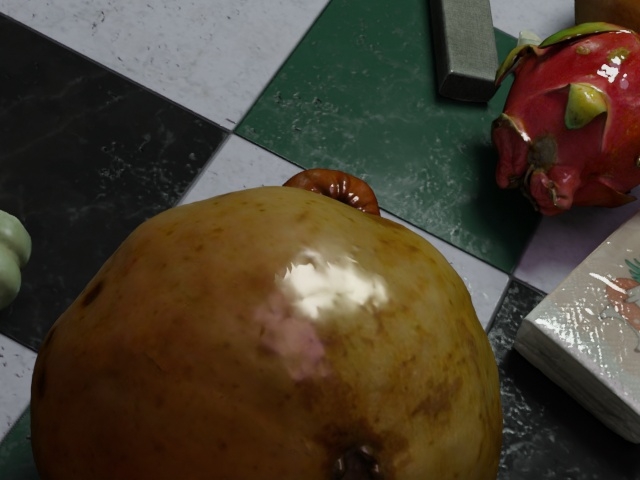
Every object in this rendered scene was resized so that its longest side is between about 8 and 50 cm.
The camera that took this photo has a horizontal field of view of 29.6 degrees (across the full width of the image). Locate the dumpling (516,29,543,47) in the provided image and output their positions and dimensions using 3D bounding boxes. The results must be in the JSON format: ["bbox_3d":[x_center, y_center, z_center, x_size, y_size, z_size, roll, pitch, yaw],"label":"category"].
[{"bbox_3d":[0.275,-0.225,1.516,0.059,0.043,0.077,1,37,-33],"label":"dumpling"}]

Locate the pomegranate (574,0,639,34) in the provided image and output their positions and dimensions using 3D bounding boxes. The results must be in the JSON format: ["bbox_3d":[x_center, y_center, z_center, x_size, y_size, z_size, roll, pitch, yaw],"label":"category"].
[{"bbox_3d":[0.432,-0.305,1.501,0.252,0.229,0.270,-16,49,-14],"label":"pomegranate"}]

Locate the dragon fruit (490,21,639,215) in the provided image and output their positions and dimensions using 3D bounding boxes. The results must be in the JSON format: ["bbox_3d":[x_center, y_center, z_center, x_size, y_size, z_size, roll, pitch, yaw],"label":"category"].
[{"bbox_3d":[0.297,-0.136,1.362,0.227,0.224,0.224,-21,63,-24],"label":"dragon fruit"}]

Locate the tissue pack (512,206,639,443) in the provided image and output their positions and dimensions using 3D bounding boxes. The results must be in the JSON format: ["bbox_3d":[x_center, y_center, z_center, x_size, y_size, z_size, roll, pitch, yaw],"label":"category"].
[{"bbox_3d":[0.369,0.061,1.317,0.170,0.071,0.325,41,56,18],"label":"tissue pack"}]

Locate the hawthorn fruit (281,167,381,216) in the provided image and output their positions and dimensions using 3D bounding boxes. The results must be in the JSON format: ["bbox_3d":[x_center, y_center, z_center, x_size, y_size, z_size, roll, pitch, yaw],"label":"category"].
[{"bbox_3d":[0.000,0.000,1.232,0.133,0.138,0.133,15,53,-21],"label":"hawthorn fruit"}]

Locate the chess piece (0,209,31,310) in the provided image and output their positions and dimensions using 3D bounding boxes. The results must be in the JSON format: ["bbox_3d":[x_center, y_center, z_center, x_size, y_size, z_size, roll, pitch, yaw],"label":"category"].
[{"bbox_3d":[-0.348,0.093,1.094,0.133,0.133,0.243,9,61,-8],"label":"chess piece"}]

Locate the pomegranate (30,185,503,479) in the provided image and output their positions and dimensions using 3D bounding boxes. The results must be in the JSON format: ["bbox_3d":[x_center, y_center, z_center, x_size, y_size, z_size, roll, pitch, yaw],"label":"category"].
[{"bbox_3d":[-0.045,0.131,1.012,0.410,0.410,0.410,7,54,-9],"label":"pomegranate"}]

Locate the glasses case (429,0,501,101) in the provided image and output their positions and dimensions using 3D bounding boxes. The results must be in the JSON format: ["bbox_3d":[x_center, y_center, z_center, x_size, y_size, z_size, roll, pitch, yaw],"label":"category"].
[{"bbox_3d":[0.176,-0.265,1.514,0.071,0.047,0.205,8,54,-14],"label":"glasses case"}]
